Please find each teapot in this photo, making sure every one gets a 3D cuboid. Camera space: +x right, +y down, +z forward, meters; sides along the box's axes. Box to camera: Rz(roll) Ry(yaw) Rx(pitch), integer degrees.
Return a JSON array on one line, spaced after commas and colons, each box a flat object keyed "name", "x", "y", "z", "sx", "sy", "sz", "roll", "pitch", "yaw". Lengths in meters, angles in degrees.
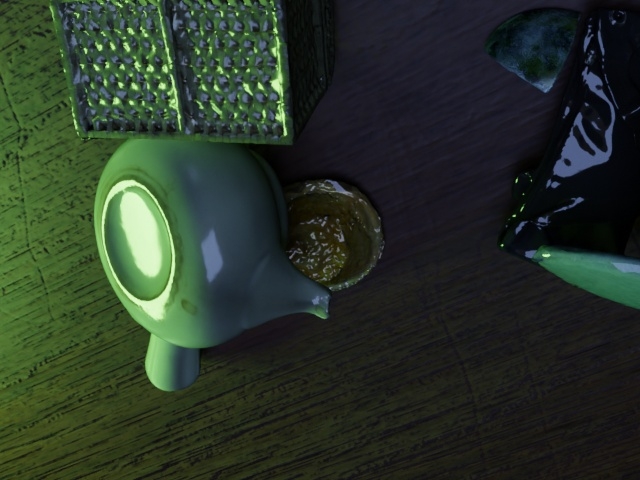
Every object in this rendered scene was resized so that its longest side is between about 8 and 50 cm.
[{"name": "teapot", "x": -0.137, "y": 0.018, "z": 0.950, "sx": 0.318, "sy": 0.149, "sz": 0.220, "roll": -31, "pitch": 76, "yaw": 48}]

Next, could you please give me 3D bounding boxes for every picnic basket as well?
[{"name": "picnic basket", "x": -0.096, "y": -0.173, "z": 0.828, "sx": 0.196, "sy": 0.154, "sz": 0.134, "roll": 2, "pitch": 121, "yaw": 15}]

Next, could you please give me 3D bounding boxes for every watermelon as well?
[{"name": "watermelon", "x": 0.185, "y": -0.161, "z": 0.856, "sx": 0.085, "sy": 0.085, "sz": 0.061, "roll": -24, "pitch": 141, "yaw": 21}]

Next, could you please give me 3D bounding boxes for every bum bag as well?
[{"name": "bum bag", "x": 0.248, "y": -0.078, "z": 0.870, "sx": 0.123, "sy": 0.060, "sz": 0.248, "roll": 12, "pitch": 121, "yaw": -7}]

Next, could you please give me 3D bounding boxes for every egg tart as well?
[{"name": "egg tart", "x": 0.000, "y": 0.000, "z": 0.966, "sx": 0.128, "sy": 0.049, "sz": 0.129, "roll": 4, "pitch": 119, "yaw": 6}]

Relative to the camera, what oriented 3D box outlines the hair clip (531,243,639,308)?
[{"name": "hair clip", "x": 0.380, "y": 0.010, "z": 0.755, "sx": 0.318, "sy": 0.392, "sz": 0.238, "roll": 27, "pitch": 96, "yaw": -14}]
